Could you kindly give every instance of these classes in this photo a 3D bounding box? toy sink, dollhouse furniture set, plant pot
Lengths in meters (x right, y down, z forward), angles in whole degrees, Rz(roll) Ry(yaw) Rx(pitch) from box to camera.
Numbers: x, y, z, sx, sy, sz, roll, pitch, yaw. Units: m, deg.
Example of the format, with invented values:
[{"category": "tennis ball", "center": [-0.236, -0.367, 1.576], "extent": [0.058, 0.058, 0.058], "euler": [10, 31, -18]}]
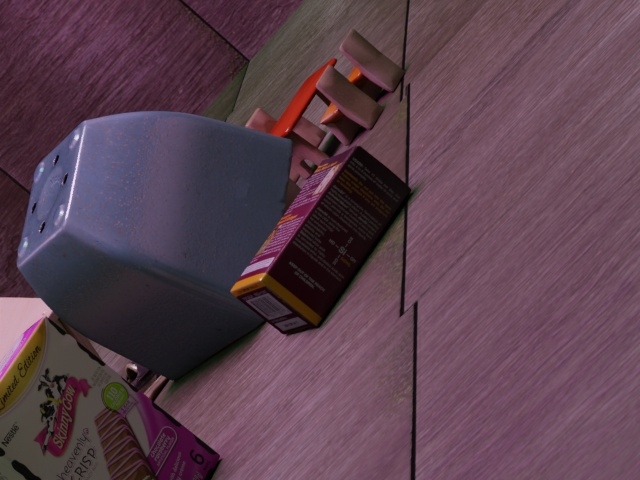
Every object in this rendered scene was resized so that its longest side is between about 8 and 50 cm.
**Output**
[{"category": "toy sink", "center": [-0.367, 0.210, 2.511], "extent": [0.131, 0.234, 0.153], "euler": [0, 43, 35]}, {"category": "dollhouse furniture set", "center": [-0.051, -0.140, 2.473], "extent": [0.262, 0.135, 0.259], "euler": [-34, 20, 52]}, {"category": "plant pot", "center": [-0.212, -0.016, 2.241], "extent": [0.248, 0.252, 0.247], "euler": [-34, 41, 51]}]

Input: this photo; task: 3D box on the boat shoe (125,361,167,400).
[{"category": "boat shoe", "center": [-0.222, 0.170, 2.365], "extent": [0.056, 0.049, 0.152], "euler": [-33, 21, 55]}]

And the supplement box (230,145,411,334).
[{"category": "supplement box", "center": [0.000, 0.000, 2.007], "extent": [0.188, 0.081, 0.104], "euler": [-55, 13, -19]}]

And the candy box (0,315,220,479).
[{"category": "candy box", "center": [-0.231, 0.209, 1.852], "extent": [0.071, 0.233, 0.159], "euler": [-37, 18, 47]}]
